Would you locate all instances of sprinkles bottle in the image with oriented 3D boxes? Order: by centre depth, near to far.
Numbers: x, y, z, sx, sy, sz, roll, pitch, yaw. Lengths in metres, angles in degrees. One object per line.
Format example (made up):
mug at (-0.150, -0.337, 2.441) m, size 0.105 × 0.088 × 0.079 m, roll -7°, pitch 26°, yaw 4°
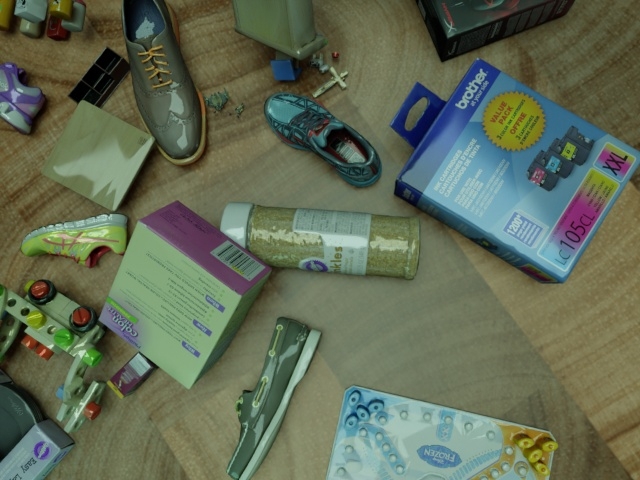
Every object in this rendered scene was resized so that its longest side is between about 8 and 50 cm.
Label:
sprinkles bottle at (0.000, 0.000, 1.147) m, size 0.356 × 0.121 × 0.121 m, roll 4°, pitch 84°, yaw 4°

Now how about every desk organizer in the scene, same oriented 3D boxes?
desk organizer at (-0.439, -0.317, 1.246) m, size 0.047 × 0.050 × 0.130 m, roll 36°, pitch 87°, yaw 7°

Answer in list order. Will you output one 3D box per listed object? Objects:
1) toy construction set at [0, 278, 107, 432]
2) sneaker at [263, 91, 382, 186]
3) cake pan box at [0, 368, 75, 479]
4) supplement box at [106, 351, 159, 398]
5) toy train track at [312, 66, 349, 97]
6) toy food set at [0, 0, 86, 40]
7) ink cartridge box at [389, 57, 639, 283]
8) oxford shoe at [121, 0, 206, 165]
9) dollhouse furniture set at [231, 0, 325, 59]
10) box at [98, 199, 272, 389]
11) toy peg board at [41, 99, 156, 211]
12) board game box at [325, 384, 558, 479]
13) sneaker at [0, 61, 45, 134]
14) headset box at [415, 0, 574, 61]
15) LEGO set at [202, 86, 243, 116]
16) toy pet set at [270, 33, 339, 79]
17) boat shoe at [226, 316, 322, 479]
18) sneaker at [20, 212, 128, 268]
toy construction set at (-0.520, 0.195, 1.142) m, size 0.328 × 0.151 × 0.215 m, roll 34°, pitch 68°, yaw 2°
sneaker at (0.007, -0.207, 1.167) m, size 0.262 × 0.125 × 0.104 m, roll 33°, pitch 86°, yaw 6°
cake pan box at (-0.637, 0.393, 1.174) m, size 0.246 × 0.070 × 0.267 m, roll 43°, pitch 87°, yaw 5°
supplement box at (-0.349, 0.250, 1.175) m, size 0.083 × 0.055 × 0.043 m, roll -44°, pitch 83°, yaw -3°
toy train track at (0.020, -0.309, 1.235) m, size 0.083 × 0.014 × 0.048 m, roll -36°, pitch 90°, yaw 5°
toy food set at (-0.543, -0.468, 1.231) m, size 0.233 × 0.111 × 0.104 m, roll 3°, pitch 83°, yaw 36°
ink cartridge box at (0.316, -0.134, 1.130) m, size 0.396 × 0.151 × 0.269 m, roll 32°, pitch 87°, yaw 8°
oxford shoe at (-0.315, -0.320, 1.196) m, size 0.130 × 0.133 × 0.363 m, roll -19°, pitch 83°, yaw 1°
dollhouse furniture set at (0.030, -0.538, 1.105) m, size 0.362 × 0.256 × 0.394 m, roll 33°, pitch 57°, yaw 30°
box at (-0.240, 0.095, 1.100) m, size 0.214 × 0.117 × 0.242 m, roll 35°, pitch 120°, yaw 7°
toy peg board at (-0.420, -0.158, 1.217) m, size 0.161 × 0.079 × 0.161 m, roll 28°, pitch 87°, yaw 1°
board game box at (0.195, 0.494, 1.115) m, size 0.390 × 0.050 × 0.389 m, roll 12°, pitch 84°, yaw 5°
sneaker at (-0.645, -0.318, 1.245) m, size 0.236 × 0.095 × 0.104 m, roll 38°, pitch 81°, yaw 2°
headset box at (0.331, -0.504, 1.186) m, size 0.294 × 0.110 × 0.217 m, roll -20°, pitch 82°, yaw 2°
LEGO set at (-0.194, -0.271, 1.243) m, size 0.083 × 0.023 × 0.054 m, roll 40°, pitch 90°, yaw -6°
toy pet set at (-0.035, -0.340, 1.193) m, size 0.114 × 0.122 × 0.065 m, roll 5°, pitch 89°, yaw 20°
boat shoe at (-0.099, 0.287, 1.131) m, size 0.091 × 0.109 × 0.304 m, roll 25°, pitch 80°, yaw 7°
sneaker at (-0.469, 0.011, 1.197) m, size 0.209 × 0.081 × 0.094 m, roll -12°, pitch 85°, yaw 2°
